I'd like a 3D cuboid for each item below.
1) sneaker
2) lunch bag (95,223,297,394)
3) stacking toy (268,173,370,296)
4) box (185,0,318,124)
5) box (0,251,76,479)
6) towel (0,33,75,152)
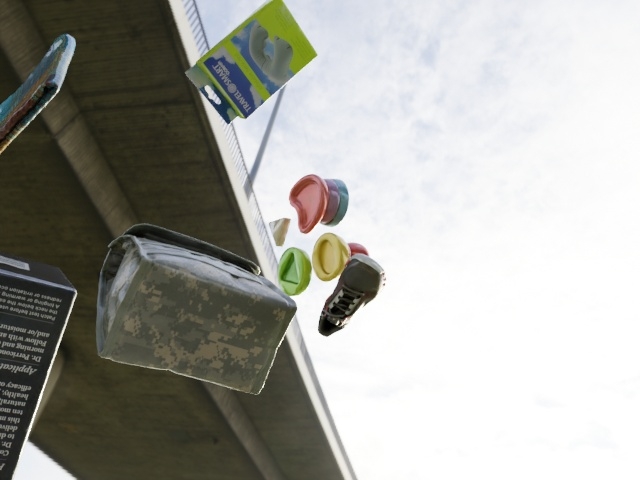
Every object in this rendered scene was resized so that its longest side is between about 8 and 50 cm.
[{"bbox_3d":[0.037,0.082,0.718,0.061,0.065,0.158,31,-41,7],"label":"sneaker"},{"bbox_3d":[-0.204,0.085,0.835,0.235,0.287,0.169,23,-88,-28],"label":"lunch bag"},{"bbox_3d":[0.000,0.000,1.448,0.130,0.309,0.279,7,-32,-36],"label":"stacking toy"},{"bbox_3d":[-0.103,-0.272,0.834,0.178,0.042,0.109,-44,-59,-8],"label":"box"},{"bbox_3d":[-0.715,0.255,1.063,0.297,0.471,0.480,21,-8,-28],"label":"box"},{"bbox_3d":[-0.588,-0.270,1.071,0.271,0.370,0.040,-43,-56,10],"label":"towel"}]
